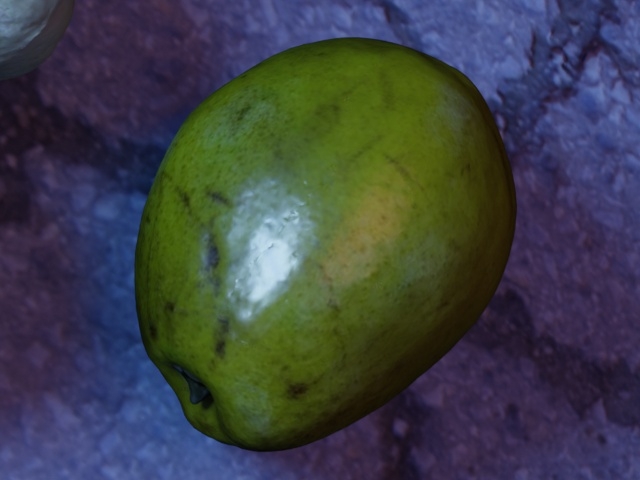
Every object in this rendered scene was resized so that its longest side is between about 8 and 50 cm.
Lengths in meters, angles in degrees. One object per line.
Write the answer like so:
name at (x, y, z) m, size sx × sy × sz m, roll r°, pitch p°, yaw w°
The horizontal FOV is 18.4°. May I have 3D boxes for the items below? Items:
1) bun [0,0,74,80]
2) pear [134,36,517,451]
bun at (-0.258, -0.204, 1.223) m, size 0.160 × 0.259 × 0.259 m, roll -30°, pitch 98°, yaw -14°
pear at (0.000, 0.000, 1.372) m, size 0.253 × 0.253 × 0.307 m, roll 48°, pitch 68°, yaw -18°
